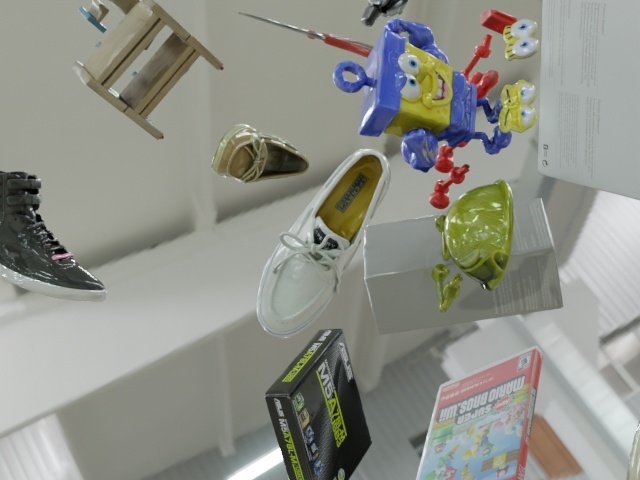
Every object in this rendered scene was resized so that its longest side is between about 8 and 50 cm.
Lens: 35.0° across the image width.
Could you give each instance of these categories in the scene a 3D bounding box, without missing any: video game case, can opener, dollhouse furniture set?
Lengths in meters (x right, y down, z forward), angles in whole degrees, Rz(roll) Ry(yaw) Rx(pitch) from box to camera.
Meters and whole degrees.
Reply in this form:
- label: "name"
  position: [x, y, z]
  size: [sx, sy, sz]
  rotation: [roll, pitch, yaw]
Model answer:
- label: "video game case"
  position: [0.245, 0.301, 1.586]
  size: [0.204, 0.025, 0.285]
  rotation: [-30, 23, 36]
- label: "can opener"
  position: [0.119, -0.402, 1.722]
  size: [0.186, 0.059, 0.073]
  rotation: [-164, 93, -77]
- label: "dollhouse furniture set"
  position: [-0.238, -0.242, 1.297]
  size: [0.129, 0.184, 0.129]
  rotation: [-48, -49, 2]

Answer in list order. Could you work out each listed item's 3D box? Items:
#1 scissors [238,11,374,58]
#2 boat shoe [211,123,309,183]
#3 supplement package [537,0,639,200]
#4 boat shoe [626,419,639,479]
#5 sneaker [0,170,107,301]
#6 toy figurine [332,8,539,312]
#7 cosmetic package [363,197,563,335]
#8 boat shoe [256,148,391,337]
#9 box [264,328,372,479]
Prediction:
- label: "scissors"
  position: [-0.001, -0.354, 1.768]
  size: [0.297, 0.109, 0.021]
  rotation: [15, -72, -8]
- label: "boat shoe"
  position: [-0.061, -0.085, 1.051]
  size: [0.153, 0.048, 0.056]
  rotation: [-4, -63, -68]
- label: "supplement package"
  position: [0.335, -0.150, 0.974]
  size: [0.149, 0.203, 0.194]
  rotation: [-20, -63, -34]
- label: "boat shoe"
  position: [0.310, 0.254, 0.710]
  size: [0.132, 0.355, 0.130]
  rotation: [16, -30, -23]
- label: "sneaker"
  position: [-0.437, -0.018, 1.531]
  size: [0.147, 0.296, 0.104]
  rotation: [-66, -12, 7]
- label: "toy figurine"
  position: [0.100, -0.123, 1.151]
  size: [0.217, 0.362, 0.191]
  rotation: [18, -28, -20]
- label: "cosmetic package"
  position: [0.177, 0.032, 1.286]
  size: [0.238, 0.127, 0.107]
  rotation: [-11, -58, 12]
- label: "boat shoe"
  position: [0.008, 0.004, 1.710]
  size: [0.367, 0.136, 0.156]
  rotation: [-55, -3, -1]
- label: "box"
  position: [0.002, 0.244, 1.376]
  size: [0.045, 0.190, 0.184]
  rotation: [-4, 20, 29]
